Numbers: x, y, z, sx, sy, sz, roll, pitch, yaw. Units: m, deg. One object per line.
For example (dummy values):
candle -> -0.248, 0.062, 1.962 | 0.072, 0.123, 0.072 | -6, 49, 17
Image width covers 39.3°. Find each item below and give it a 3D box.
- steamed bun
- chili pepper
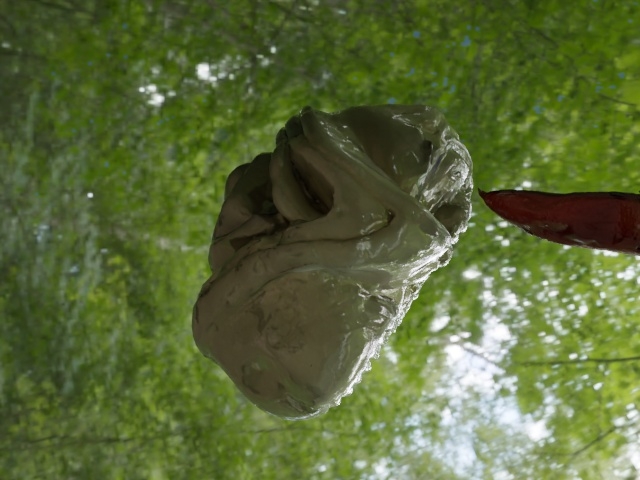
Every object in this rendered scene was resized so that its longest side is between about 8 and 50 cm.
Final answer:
steamed bun -> 0.000, 0.000, 0.962 | 0.247, 0.339, 0.352 | 37, -70, 2
chili pepper -> 0.231, -0.017, 0.746 | 0.268, 0.059, 0.050 | 10, -98, 49
